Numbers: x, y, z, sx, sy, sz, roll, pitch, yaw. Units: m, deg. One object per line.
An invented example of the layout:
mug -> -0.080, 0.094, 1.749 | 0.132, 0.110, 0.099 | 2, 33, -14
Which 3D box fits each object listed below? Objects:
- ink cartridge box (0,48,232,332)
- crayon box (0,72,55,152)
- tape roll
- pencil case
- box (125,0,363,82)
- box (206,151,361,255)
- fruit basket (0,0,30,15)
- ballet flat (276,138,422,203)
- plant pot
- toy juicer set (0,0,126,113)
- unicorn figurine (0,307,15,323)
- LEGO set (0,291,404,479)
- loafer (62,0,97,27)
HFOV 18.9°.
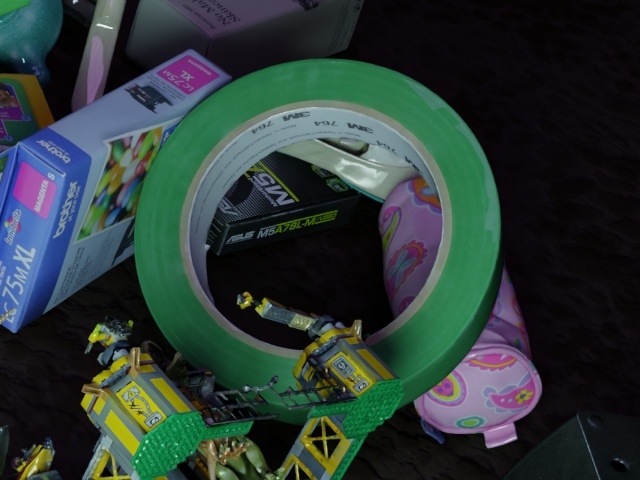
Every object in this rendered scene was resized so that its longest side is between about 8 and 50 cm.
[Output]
ink cartridge box -> -0.207, -0.039, 1.713 | 0.065, 0.186, 0.311 | 35, 37, 17
crayon box -> -0.379, -0.081, 1.773 | 0.278, 0.081, 0.165 | 0, 40, -26
tape roll -> 0.000, 0.000, 1.694 | 0.321, 0.077, 0.321 | -2, 71, 7
pencil case -> 0.128, 0.061, 1.815 | 0.124, 0.124, 0.284 | 9, 37, -17
box -> -0.078, -0.245, 2.136 | 0.113, 0.094, 0.275 | 37, 38, 22
box -> -0.085, -0.072, 1.942 | 0.184, 0.045, 0.191 | -12, 45, -43
fruit basket -> -0.458, -0.287, 1.787 | 0.353, 0.165, 0.327 | -3, 26, -22
ballet flat -> 0.025, -0.103, 1.936 | 0.248, 0.086, 0.086 | 21, 35, -4
plant pot -> 0.251, 0.245, 1.580 | 0.187, 0.167, 0.188 | 10, 35, -16
toy juicer set -> -0.313, -0.264, 1.995 | 0.329, 0.089, 0.209 | 30, 75, 11
unicorn figurine -> -0.347, 0.092, 1.588 | 0.111, 0.060, 0.162 | 33, 53, 17
LEGO set -> -0.121, 0.135, 1.476 | 0.331, 0.255, 0.192 | -12, 46, -43
loafer -> -0.364, -0.303, 2.096 | 0.302, 0.095, 0.109 | 33, 6, 10
